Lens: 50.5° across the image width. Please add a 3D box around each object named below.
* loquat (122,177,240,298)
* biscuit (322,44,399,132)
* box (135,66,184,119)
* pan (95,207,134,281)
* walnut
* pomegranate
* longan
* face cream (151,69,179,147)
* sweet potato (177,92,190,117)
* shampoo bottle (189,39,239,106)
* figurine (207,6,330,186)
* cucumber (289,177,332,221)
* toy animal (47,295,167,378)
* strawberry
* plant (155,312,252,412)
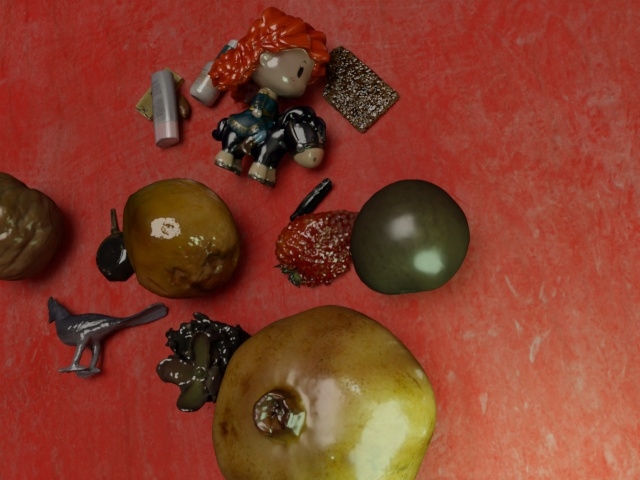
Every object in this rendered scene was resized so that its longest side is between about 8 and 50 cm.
[{"bbox_3d":[-0.321,-0.008,1.567,0.276,0.276,0.284,-52,37,-1],"label":"loquat"},{"bbox_3d":[0.073,-0.374,1.652,0.131,0.026,0.237,-43,63,2],"label":"biscuit"},{"bbox_3d":[-0.447,-0.405,1.881,0.073,0.020,0.149,38,89,27],"label":"box"},{"bbox_3d":[-0.547,0.014,1.759,0.128,0.048,0.202,-46,61,3],"label":"pan"},{"bbox_3d":[-0.828,-0.034,1.774,0.296,0.285,0.285,22,81,5],"label":"walnut"},{"bbox_3d":[0.000,0.324,1.239,0.417,0.417,0.416,-7,69,20],"label":"pomegranate"},{"bbox_3d":[0.176,0.001,1.371,0.248,0.248,0.248,-7,69,20],"label":"longan"},{"bbox_3d":[-0.414,-0.351,1.812,0.084,0.057,0.198,-18,75,42],"label":"face cream"},{"bbox_3d":[-0.368,-0.362,1.826,0.034,0.034,0.095,-24,58,13],"label":"sweet potato"},{"bbox_3d":[-0.269,-0.448,1.791,0.074,0.074,0.192,30,86,28],"label":"shampoo bottle"},{"bbox_3d":[-0.119,-0.331,1.621,0.306,0.241,0.411,-10,78,28],"label":"figurine"},{"bbox_3d":[-0.022,-0.092,1.588,0.135,0.034,0.033,-47,66,2],"label":"cucumber"},{"bbox_3d":[-0.565,0.236,1.665,0.367,0.081,0.205,1,61,23],"label":"toy animal"},{"bbox_3d":[-0.004,-0.005,1.509,0.236,0.107,0.175,-48,62,0],"label":"strawberry"},{"bbox_3d":[-0.238,0.258,1.449,0.178,0.234,0.204,-2,77,28],"label":"plant"}]
